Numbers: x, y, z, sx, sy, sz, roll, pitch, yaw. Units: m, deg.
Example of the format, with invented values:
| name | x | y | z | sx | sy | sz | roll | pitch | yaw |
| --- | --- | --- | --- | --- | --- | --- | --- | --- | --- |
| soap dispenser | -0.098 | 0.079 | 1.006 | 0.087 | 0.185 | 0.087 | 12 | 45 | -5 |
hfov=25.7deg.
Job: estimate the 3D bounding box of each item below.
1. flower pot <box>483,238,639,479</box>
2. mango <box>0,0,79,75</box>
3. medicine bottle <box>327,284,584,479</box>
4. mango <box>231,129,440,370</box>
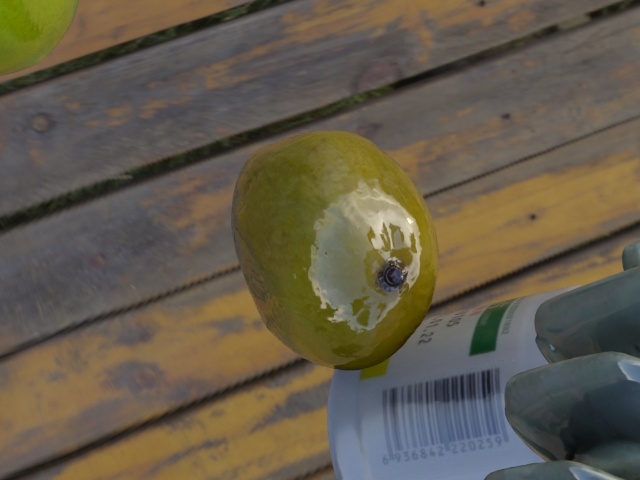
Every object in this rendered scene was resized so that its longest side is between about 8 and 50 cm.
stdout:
| name | x | y | z | sx | sy | sz | roll | pitch | yaw |
| --- | --- | --- | --- | --- | --- | --- | --- | --- | --- |
| flower pot | 0.250 | 0.097 | 0.745 | 0.367 | 0.164 | 0.254 | -31 | 91 | -34 |
| mango | -0.262 | -0.213 | 1.061 | 0.149 | 0.273 | 0.185 | -11 | 116 | 1 |
| medicine bottle | 0.197 | 0.148 | 1.192 | 0.340 | 0.208 | 0.208 | -15 | 104 | 30 |
| mango | 0.002 | 0.008 | 1.165 | 0.142 | 0.332 | 0.195 | -10 | 93 | -13 |
